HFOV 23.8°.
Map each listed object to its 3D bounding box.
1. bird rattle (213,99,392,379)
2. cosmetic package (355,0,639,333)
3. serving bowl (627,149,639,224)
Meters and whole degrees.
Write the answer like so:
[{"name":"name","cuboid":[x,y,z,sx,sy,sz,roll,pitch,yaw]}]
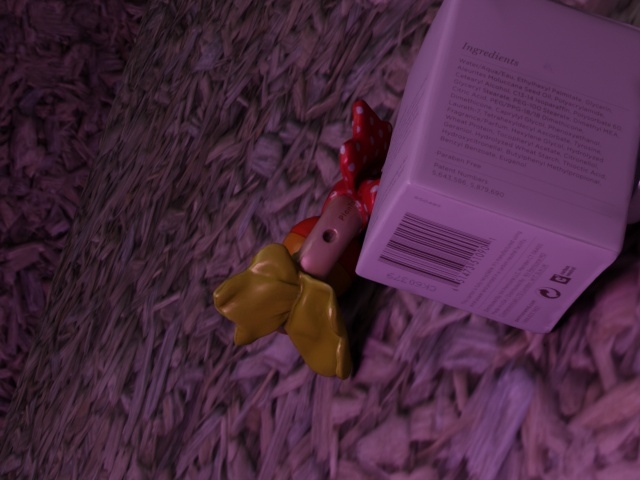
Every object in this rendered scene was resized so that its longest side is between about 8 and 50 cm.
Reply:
[{"name":"bird rattle","cuboid":[0.000,0.000,1.434,0.207,0.143,0.253,126,169,-75]},{"name":"cosmetic package","cuboid":[0.130,-0.060,1.071,0.151,0.151,0.183,117,171,-63]},{"name":"serving bowl","cuboid":[0.224,-0.047,1.038,0.083,0.027,0.083,-161,90,-85]}]
